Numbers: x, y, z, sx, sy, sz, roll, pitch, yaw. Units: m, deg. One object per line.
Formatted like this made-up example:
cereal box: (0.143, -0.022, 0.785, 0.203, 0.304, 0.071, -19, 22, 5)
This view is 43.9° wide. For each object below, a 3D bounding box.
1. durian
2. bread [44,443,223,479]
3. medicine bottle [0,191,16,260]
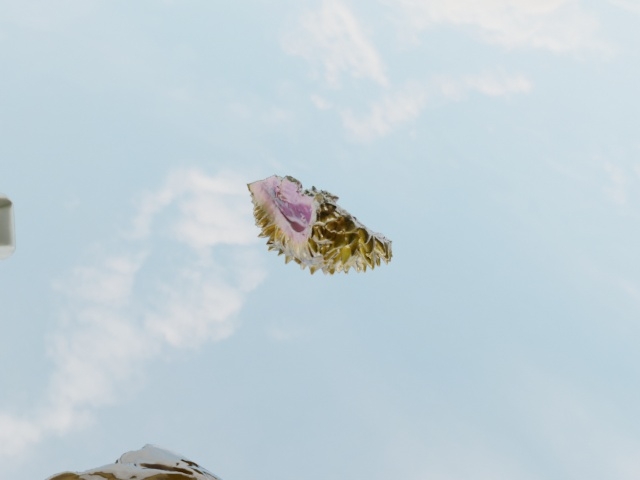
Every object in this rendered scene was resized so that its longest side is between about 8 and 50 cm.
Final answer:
durian: (0.001, -0.001, 1.138, 0.191, 0.341, 0.112, 38, -96, -24)
bread: (-0.096, 0.156, 0.400, 0.106, 0.082, 0.125, 2, -177, 35)
medicine bottle: (-0.588, -0.012, 1.093, 0.296, 0.111, 0.161, -3, -177, -40)
